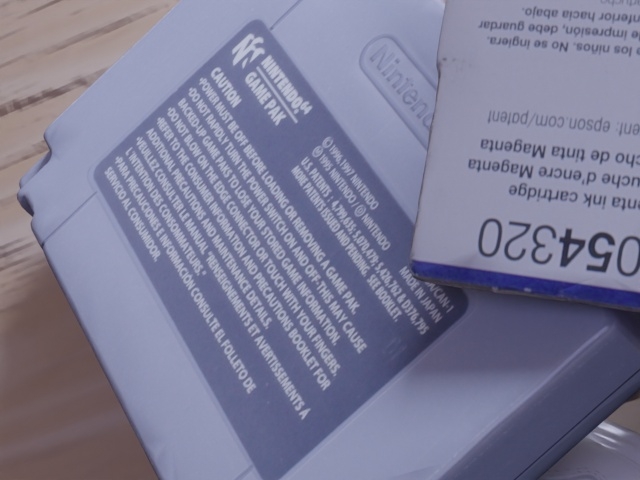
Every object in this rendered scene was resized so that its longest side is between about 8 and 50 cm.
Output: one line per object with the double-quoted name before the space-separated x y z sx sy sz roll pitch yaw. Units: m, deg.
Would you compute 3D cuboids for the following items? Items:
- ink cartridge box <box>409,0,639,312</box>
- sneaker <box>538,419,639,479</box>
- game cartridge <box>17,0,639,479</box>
"ink cartridge box" 0.200 -0.127 0.607 0.324 0.071 0.330 9 90 34
"sneaker" 0.112 0.158 0.665 0.305 0.152 0.114 33 118 27
"game cartridge" 0.000 0.000 0.760 0.198 0.062 0.297 -39 44 5
